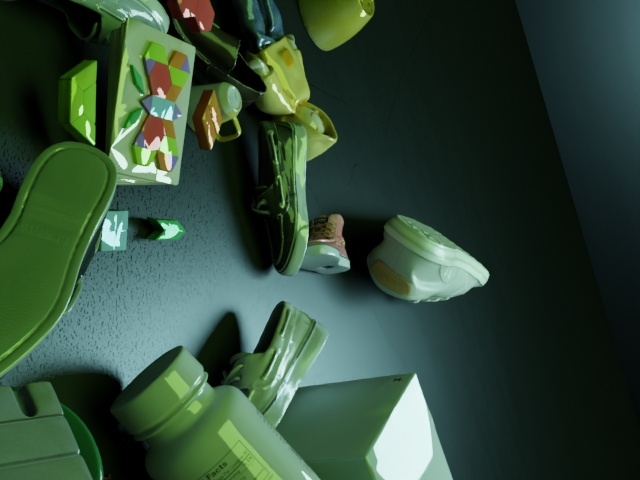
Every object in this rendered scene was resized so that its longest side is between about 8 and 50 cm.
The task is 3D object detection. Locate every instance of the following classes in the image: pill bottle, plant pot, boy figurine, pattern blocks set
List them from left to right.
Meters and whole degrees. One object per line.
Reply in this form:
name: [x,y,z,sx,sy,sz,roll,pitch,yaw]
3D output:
pattern blocks set: [-0.191,-0.152,1.103,0.285,0.026,0.325,-23,117,-61]
pill bottle: [-0.111,0.230,1.040,0.229,0.131,0.131,50,34,-11]
boy figurine: [-0.061,-0.250,1.419,0.285,0.092,0.177,70,21,-11]
plant pot: [0.035,-0.401,1.656,0.134,0.095,0.134,34,50,-54]

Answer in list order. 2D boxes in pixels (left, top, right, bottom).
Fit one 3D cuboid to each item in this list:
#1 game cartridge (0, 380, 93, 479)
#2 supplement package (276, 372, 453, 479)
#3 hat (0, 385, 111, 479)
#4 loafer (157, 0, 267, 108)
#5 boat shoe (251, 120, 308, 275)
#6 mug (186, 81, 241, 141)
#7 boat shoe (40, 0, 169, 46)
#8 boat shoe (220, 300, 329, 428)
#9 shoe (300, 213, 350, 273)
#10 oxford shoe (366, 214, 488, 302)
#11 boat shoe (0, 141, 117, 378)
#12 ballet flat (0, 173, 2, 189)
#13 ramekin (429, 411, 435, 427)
game cartridge: [-0.299,0.214,0.641,0.355,0.068,0.230,2,52,-49]
supplement package: [0.047,0.342,1.263,0.199,0.198,0.262,-45,120,-58]
hat: [-0.284,0.245,0.862,0.208,0.183,0.173,8,51,-16]
loafer: [-0.142,-0.257,1.278,0.220,0.078,0.080,46,41,-46]
boat shoe: [-0.063,-0.059,1.368,0.070,0.078,0.219,2,85,-29]
mug: [-0.134,-0.175,1.275,0.078,0.064,0.062,39,46,-51]
boat shoe: [-0.257,-0.260,1.081,0.227,0.079,0.081,27,75,-58]
boat shoe: [-0.079,0.177,1.216,0.088,0.096,0.267,40,49,-6]
shoe: [0.000,0.000,1.449,0.178,0.063,0.081,30,49,-74]
oxford shoe: [0.191,0.048,1.754,0.130,0.169,0.449,-59,160,7]
boat shoe: [-0.270,0.037,0.889,0.114,0.091,0.302,27,47,1]
ballet flat: [-0.356,-0.092,0.837,0.188,0.070,0.070,44,42,-50]
ramekin: [0.099,0.318,1.471,0.207,0.109,0.207,32,52,-54]
